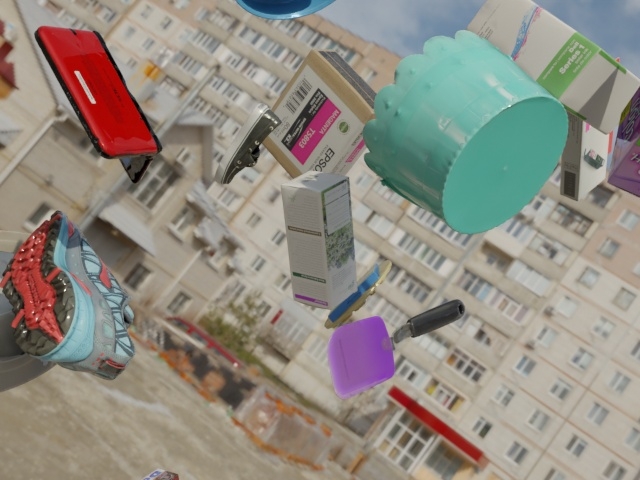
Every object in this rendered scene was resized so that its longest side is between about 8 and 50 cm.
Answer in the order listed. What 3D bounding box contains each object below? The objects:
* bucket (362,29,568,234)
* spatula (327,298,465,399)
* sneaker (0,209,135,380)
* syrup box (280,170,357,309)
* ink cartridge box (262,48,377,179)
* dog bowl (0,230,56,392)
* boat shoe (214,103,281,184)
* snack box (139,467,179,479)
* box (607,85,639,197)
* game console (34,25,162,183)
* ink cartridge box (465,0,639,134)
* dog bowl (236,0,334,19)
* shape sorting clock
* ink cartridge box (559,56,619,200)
[{"bbox_3d":[0.225,-0.155,1.166,0.183,0.281,0.281,49,1,38],"label":"bucket"},{"bbox_3d":[0.110,0.119,0.987,0.030,0.084,0.296,-11,3,39],"label":"spatula"},{"bbox_3d":[-0.272,0.067,0.845,0.125,0.104,0.262,41,8,-36],"label":"sneaker"},{"bbox_3d":[0.000,0.000,1.411,0.096,0.093,0.236,12,-61,34],"label":"syrup box"},{"bbox_3d":[0.003,-0.235,1.542,0.193,0.234,0.088,49,32,18],"label":"ink cartridge box"},{"bbox_3d":[-0.475,0.091,0.984,0.349,0.102,0.348,3,20,-1],"label":"dog bowl"},{"bbox_3d":[-0.101,-0.124,1.050,0.040,0.142,0.049,37,35,0],"label":"boat shoe"},{"bbox_3d":[-0.339,0.467,1.366,0.064,0.178,0.022,-2,-74,41],"label":"snack box"},{"bbox_3d":[0.567,-0.210,1.181,0.117,0.213,0.243,25,-43,6],"label":"box"},{"bbox_3d":[-0.231,-0.130,0.769,0.144,0.085,0.124,60,27,5],"label":"game console"},{"bbox_3d":[0.433,-0.340,1.418,0.201,0.117,0.278,15,29,-43],"label":"ink cartridge box"},{"bbox_3d":[-0.004,-0.372,0.811,0.166,0.297,0.074,-4,59,-35],"label":"dog bowl"},{"bbox_3d":[0.085,0.121,1.695,0.040,0.206,0.206,45,-8,0],"label":"shape sorting clock"},{"bbox_3d":[0.669,-0.267,1.838,0.060,0.239,0.275,29,-38,41],"label":"ink cartridge box"}]
